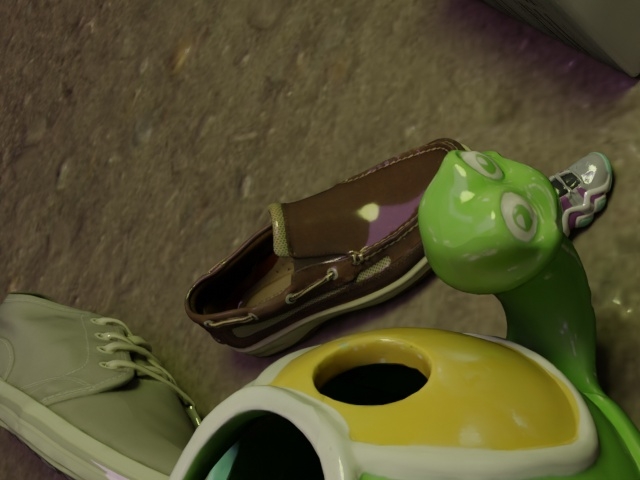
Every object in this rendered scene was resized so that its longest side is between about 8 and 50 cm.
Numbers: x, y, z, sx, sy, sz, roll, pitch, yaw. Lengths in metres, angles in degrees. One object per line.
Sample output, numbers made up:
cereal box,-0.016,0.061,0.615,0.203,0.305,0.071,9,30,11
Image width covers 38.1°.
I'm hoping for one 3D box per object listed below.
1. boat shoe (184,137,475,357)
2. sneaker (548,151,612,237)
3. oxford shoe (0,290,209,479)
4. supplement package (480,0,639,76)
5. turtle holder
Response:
boat shoe,0.002,0.006,0.685,0.257,0.095,0.095,-38,47,25
sneaker,0.137,-0.024,0.585,0.098,0.069,0.038,-53,43,11
oxford shoe,-0.179,0.134,0.766,0.449,0.169,0.130,17,62,49
supplement package,0.165,-0.253,0.617,0.194,0.149,0.203,-54,42,10
turtle holder,0.058,0.141,0.458,0.320,0.227,0.243,-49,42,15
